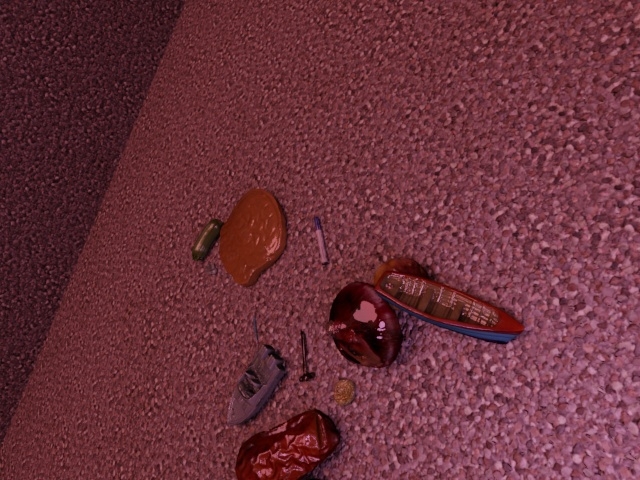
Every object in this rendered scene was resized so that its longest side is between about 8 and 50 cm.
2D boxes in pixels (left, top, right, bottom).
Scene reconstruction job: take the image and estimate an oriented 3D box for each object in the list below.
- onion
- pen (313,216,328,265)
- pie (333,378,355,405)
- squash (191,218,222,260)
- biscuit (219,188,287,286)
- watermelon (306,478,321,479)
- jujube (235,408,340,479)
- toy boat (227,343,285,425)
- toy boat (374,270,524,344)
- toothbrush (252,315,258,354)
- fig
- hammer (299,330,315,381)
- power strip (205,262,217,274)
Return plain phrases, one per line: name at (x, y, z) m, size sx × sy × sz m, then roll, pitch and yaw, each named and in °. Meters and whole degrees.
onion at (0.109, 0.260, 1.566) m, size 0.272 × 0.195 × 0.272 m, roll 35°, pitch 133°, yaw 50°
pen at (0.000, 0.000, 1.934) m, size 0.025 × 0.025 × 0.204 m, roll -31°, pitch 53°, yaw 29°
pie at (0.077, 0.475, 1.657) m, size 0.084 × 0.021 × 0.084 m, roll -20°, pitch 56°, yaw 32°
squash at (-0.510, -0.004, 2.367) m, size 0.077 × 0.068 × 0.219 m, roll 35°, pitch 97°, yaw 28°
biscuit at (-0.290, -0.025, 2.182) m, size 0.365 × 0.062 × 0.385 m, roll -48°, pitch 47°, yaw 17°
watermelon at (-0.016, 0.755, 1.563) m, size 0.109 × 0.109 × 0.109 m, roll -19°, pitch 60°, yaw 36°
jujube at (-0.101, 0.652, 1.625) m, size 0.342 × 0.216 × 0.216 m, roll -33°, pitch 51°, yaw 10°
toy boat at (-0.243, 0.524, 1.875) m, size 0.141 × 0.092 × 0.319 m, roll 40°, pitch 101°, yaw 46°
toy boat at (0.335, 0.183, 1.414) m, size 0.392 × 0.079 × 0.136 m, roll 20°, pitch 45°, yaw 19°
toothbrush at (-0.246, 0.363, 2.004) m, size 0.011 × 0.014 × 0.167 m, roll -37°, pitch 50°, yaw 36°
fig at (0.214, 0.136, 1.620) m, size 0.257 × 0.159 × 0.159 m, roll -19°, pitch 57°, yaw 61°
hammer at (-0.051, 0.392, 1.813) m, size 0.065 × 0.021 × 0.178 m, roll -26°, pitch 53°, yaw 32°
power strip at (-0.482, 0.124, 2.311) m, size 0.083 × 0.035 × 0.055 m, roll 24°, pitch 89°, yaw 48°
